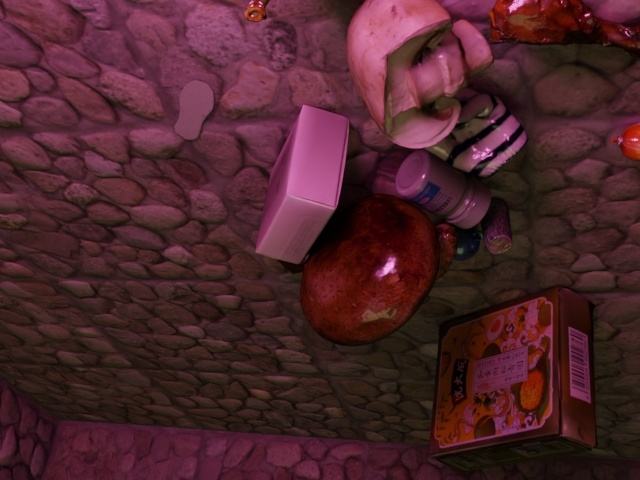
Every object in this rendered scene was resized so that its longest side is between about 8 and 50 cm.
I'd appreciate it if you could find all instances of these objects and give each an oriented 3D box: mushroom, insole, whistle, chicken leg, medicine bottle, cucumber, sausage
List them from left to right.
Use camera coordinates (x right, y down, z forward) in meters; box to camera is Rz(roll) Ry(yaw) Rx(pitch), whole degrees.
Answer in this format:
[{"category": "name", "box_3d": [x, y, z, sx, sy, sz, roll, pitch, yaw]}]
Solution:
[{"category": "insole", "box_3d": [-0.242, -0.246, 1.696, 0.065, 0.004, 0.197, 15, 151, -10]}, {"category": "mushroom", "box_3d": [0.090, 0.052, 1.731, 0.239, 0.345, 0.345, 46, 146, 1]}, {"category": "mushroom", "box_3d": [0.137, -0.285, 1.354, 0.195, 0.189, 0.253, -29, 148, -7]}, {"category": "medicine bottle", "box_3d": [0.236, -0.099, 1.720, 0.168, 0.105, 0.105, 25, 148, -27]}, {"category": "whistle", "box_3d": [0.287, 0.006, 1.917, 0.090, 0.090, 0.158, 31, 145, -34]}, {"category": "cucumber", "box_3d": [0.356, -0.028, 1.809, 0.064, 0.111, 0.064, 2, 146, 1]}, {"category": "chicken leg", "box_3d": [0.392, -0.316, 1.319, 0.305, 0.093, 0.113, 9, 170, -16]}, {"category": "sausage", "box_3d": [0.619, -0.165, 1.525, 0.234, 0.071, 0.071, 4, 151, 10]}]

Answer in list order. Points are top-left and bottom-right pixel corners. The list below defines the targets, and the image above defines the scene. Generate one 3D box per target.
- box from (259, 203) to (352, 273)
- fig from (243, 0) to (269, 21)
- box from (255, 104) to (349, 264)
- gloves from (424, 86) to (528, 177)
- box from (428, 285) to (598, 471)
[{"category": "box", "box_3d": [0.000, 0.000, 2.006, 0.240, 0.071, 0.159, -9, 148, 29]}, {"category": "fig", "box_3d": [-0.033, -0.370, 1.154, 0.152, 0.259, 0.151, 8, 160, 3]}, {"category": "box", "box_3d": [-0.035, -0.100, 1.693, 0.106, 0.203, 0.251, 17, 150, -11]}, {"category": "gloves", "box_3d": [0.239, -0.209, 1.526, 0.219, 0.131, 0.140, 42, 156, -3]}, {"category": "box", "box_3d": [0.467, 0.346, 2.175, 0.138, 0.372, 0.420, 27, 146, -31]}]
